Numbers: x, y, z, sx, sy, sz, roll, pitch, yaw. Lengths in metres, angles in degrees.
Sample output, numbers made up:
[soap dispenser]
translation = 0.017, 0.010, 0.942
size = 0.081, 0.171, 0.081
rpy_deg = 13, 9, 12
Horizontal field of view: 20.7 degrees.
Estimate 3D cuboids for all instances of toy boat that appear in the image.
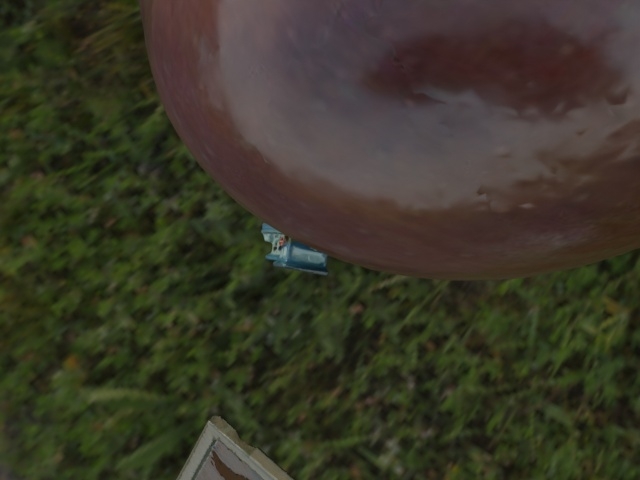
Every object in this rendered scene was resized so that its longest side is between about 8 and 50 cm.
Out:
[toy boat]
translation = 0.000, 0.000, 1.585
size = 0.173, 0.069, 0.058
rpy_deg = 0, 80, 62

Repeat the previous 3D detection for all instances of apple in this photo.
[apple]
translation = 0.070, -0.126, 0.569
size = 0.235, 0.305, 0.305
rpy_deg = 14, 122, -22

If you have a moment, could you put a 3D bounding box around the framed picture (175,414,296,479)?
[framed picture]
translation = -0.017, 0.301, 1.608
size = 0.289, 0.020, 0.211
rpy_deg = 41, 143, 8
